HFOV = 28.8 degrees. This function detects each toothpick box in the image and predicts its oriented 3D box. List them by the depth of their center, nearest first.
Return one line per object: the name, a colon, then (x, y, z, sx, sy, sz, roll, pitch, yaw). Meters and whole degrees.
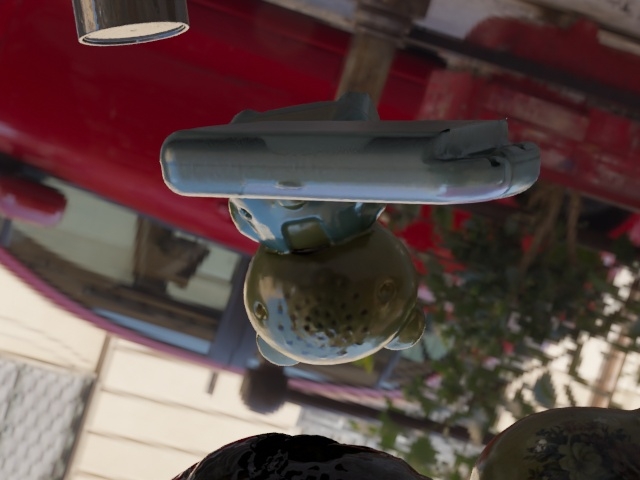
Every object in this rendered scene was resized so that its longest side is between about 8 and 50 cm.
toothpick box: (-0.188, -0.283, 1.169, 0.111, 0.180, 0.111, -8, 180, 0)

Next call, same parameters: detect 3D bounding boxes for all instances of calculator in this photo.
calculator: (0.015, -0.052, 0.781, 0.246, 0.045, 0.141, 3, -171, 26)

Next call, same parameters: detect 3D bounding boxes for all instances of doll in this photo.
doll: (0.000, 0.000, 1.238, 0.177, 0.260, 0.161, -9, -159, 9)

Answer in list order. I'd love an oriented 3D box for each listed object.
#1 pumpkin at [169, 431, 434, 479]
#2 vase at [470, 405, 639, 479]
pumpkin: (-0.009, 0.294, 0.946, 0.320, 0.320, 0.192, 18, -158, 0)
vase: (0.355, 0.316, 1.390, 0.329, 0.302, 0.241, 61, 176, 33)
